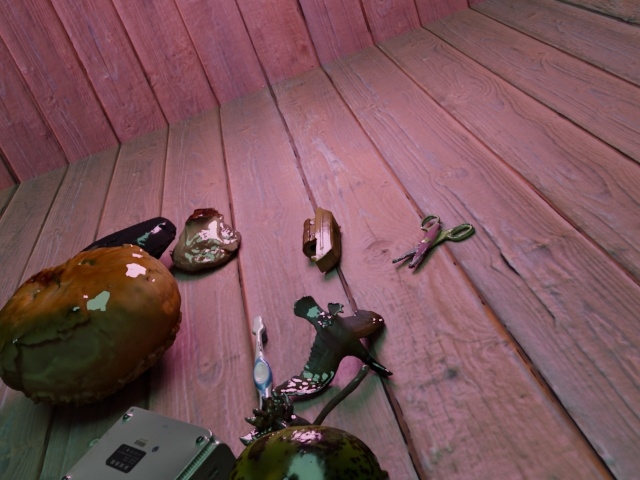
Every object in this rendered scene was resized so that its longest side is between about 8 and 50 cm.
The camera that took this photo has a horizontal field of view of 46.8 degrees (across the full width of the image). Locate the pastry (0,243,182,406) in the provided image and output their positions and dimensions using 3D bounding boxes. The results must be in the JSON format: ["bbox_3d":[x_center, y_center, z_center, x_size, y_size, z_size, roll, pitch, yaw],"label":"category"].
[{"bbox_3d":[-0.481,0.180,1.548,0.410,0.245,0.409,-18,25,9],"label":"pastry"}]

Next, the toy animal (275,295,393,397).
[{"bbox_3d":[0.035,0.186,1.310,0.272,0.160,0.197,-44,36,-24],"label":"toy animal"}]

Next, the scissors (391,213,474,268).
[{"bbox_3d":[0.235,0.004,1.602,0.187,0.020,0.134,-37,36,-29],"label":"scissors"}]

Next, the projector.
[{"bbox_3d":[-0.287,0.387,1.194,0.251,0.108,0.198,5,39,40],"label":"projector"}]

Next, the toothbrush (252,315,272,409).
[{"bbox_3d":[-0.108,0.256,1.374,0.040,0.040,0.386,-20,28,3],"label":"toothbrush"}]

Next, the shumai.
[{"bbox_3d":[-0.302,-0.013,1.904,0.201,0.120,0.201,-15,26,8],"label":"shumai"}]

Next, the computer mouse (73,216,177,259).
[{"bbox_3d":[-0.513,0.040,1.948,0.323,0.116,0.183,-19,27,21],"label":"computer mouse"}]

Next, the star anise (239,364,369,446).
[{"bbox_3d":[-0.007,0.278,1.121,0.148,0.218,0.227,5,-1,-41],"label":"star anise"}]

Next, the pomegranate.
[{"bbox_3d":[-0.008,0.329,0.999,0.222,0.203,0.276,-6,31,30],"label":"pomegranate"}]

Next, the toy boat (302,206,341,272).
[{"bbox_3d":[0.000,0.000,1.732,0.088,0.068,0.226,-20,30,14],"label":"toy boat"}]
